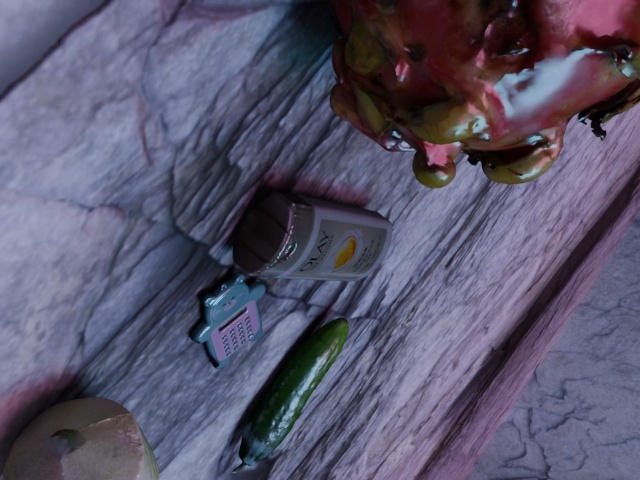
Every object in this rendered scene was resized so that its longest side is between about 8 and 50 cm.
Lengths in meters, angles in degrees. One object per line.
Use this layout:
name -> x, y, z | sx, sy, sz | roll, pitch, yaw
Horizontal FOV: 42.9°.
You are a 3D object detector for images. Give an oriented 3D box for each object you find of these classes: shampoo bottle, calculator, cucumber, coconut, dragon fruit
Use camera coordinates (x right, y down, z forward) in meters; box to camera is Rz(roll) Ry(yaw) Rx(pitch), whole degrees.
shampoo bottle -> 0.000, 0.000, 0.844 | 0.086, 0.056, 0.227 | -59, 154, 12
calculator -> -0.092, 0.082, 0.841 | 0.094, 0.019, 0.141 | -38, 152, -21
cucumber -> -0.043, 0.200, 1.035 | 0.250, 0.056, 0.056 | -57, 154, 4
coconut -> -0.200, 0.194, 0.693 | 0.116, 0.116, 0.122 | -43, 152, -19
dragon fruit -> 0.138, -0.178, 0.624 | 0.291, 0.269, 0.250 | -57, 145, 1
